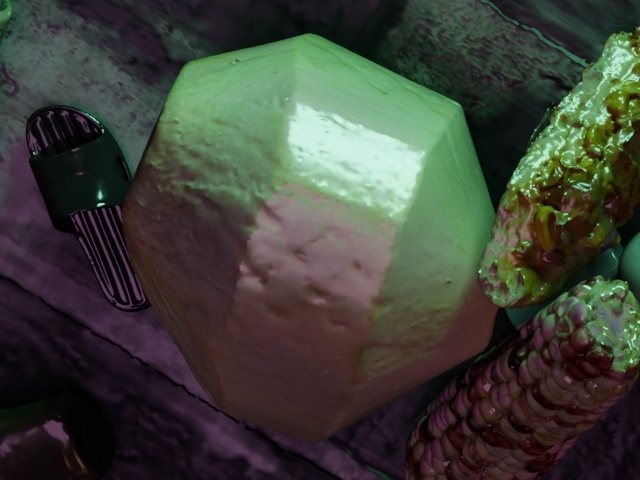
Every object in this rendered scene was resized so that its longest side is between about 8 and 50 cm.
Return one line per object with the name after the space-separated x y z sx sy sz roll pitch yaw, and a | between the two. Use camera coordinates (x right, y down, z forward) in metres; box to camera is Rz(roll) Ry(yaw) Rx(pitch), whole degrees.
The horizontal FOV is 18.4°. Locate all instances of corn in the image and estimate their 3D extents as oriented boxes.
0.134 0.106 1.269 0.092 0.092 0.280 35 146 -2 | corn

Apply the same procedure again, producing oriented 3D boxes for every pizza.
0.176 -0.043 1.237 0.058 0.246 0.127 19 136 27 | pizza

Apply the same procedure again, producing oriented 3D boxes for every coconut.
0.000 0.000 1.255 0.259 0.259 0.259 2 106 8 | coconut

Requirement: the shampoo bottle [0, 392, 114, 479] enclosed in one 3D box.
-0.318 0.203 1.435 0.350 0.084 0.125 -24 105 14 | shampoo bottle

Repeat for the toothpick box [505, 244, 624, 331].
0.171 0.036 1.331 0.083 0.052 0.052 -33 99 17 | toothpick box

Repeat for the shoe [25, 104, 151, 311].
-0.157 -0.018 1.366 0.062 0.053 0.159 -20 105 17 | shoe

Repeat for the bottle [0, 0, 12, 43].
-0.273 -0.108 1.340 0.099 0.099 0.152 25 111 1 | bottle

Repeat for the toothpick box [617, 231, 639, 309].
0.321 0.138 1.264 0.229 0.229 0.316 -7 106 10 | toothpick box
